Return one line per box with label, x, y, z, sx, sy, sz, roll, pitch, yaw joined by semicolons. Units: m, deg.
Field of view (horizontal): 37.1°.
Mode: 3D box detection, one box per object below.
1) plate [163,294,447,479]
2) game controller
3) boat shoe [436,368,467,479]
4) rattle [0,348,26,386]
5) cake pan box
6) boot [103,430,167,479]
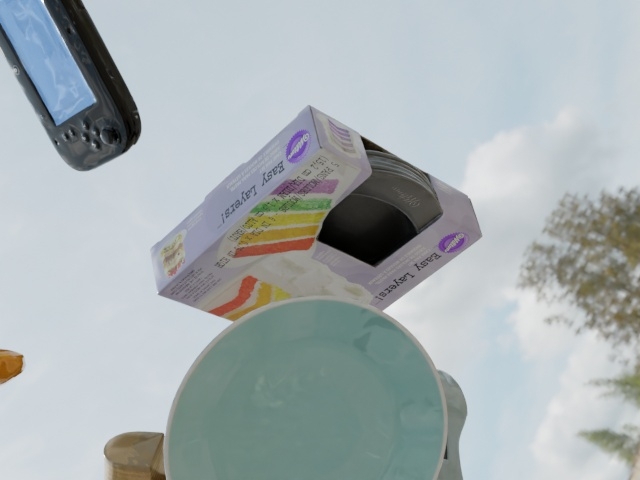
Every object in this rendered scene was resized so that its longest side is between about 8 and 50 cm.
plate;-0.008;0.126;0.618;0.188;0.024;0.188;-3;-81;-16
game controller;-0.342;-0.242;1.207;0.067;0.166;0.319;-39;-74;-53
boat shoe;0.112;0.229;1.050;0.083;0.065;0.183;-54;17;38
rattle;-0.263;0.017;0.456;0.143;0.199;0.130;-38;-18;-25
cake pan box;0.000;0.000;0.995;0.245;0.070;0.267;25;-52;-40
boot;-0.070;0.293;0.916;0.104;0.295;0.211;-64;-24;-58
